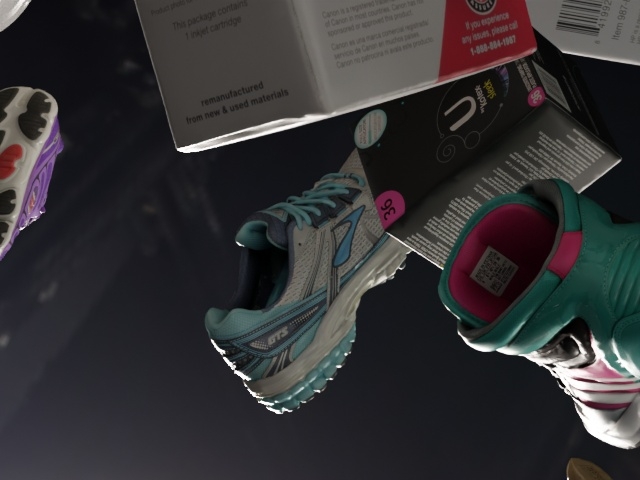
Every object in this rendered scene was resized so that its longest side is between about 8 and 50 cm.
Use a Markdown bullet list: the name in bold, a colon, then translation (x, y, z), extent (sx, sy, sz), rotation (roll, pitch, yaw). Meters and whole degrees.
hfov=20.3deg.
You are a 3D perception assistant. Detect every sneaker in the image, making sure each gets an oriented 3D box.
- **sneaker**: translation (-0.206, -0.020, 1.161), extent (0.071, 0.068, 0.170), rotation (71, -143, -51)
- **sneaker**: translation (0.000, 0.000, 1.519), extent (0.122, 0.110, 0.283), rotation (43, -121, -28)
- **sneaker**: translation (0.165, 0.050, 1.192), extent (0.295, 0.178, 0.124), rotation (107, -172, -71)

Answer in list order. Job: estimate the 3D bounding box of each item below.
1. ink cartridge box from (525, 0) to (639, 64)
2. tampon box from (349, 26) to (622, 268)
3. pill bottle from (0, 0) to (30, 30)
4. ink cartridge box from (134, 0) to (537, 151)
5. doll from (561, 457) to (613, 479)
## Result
- **ink cartridge box**: translation (0.185, -0.343, 1.663), extent (0.166, 0.395, 0.285), rotation (-85, 5, -56)
- **tampon box**: translation (0.122, -0.073, 1.354), extent (0.161, 0.120, 0.101), rotation (-39, -48, 21)
- **pill bottle**: translation (-0.316, -0.248, 1.547), extent (0.078, 0.137, 0.078), rotation (-49, -5, -6)
- **ink cartridge box**: translation (-0.013, -0.227, 1.061), extent (0.226, 0.131, 0.306), rotation (-20, -85, -48)
- **doll**: translation (0.112, 0.215, 1.050), extent (0.189, 0.129, 0.046), rotation (-53, -21, 13)
